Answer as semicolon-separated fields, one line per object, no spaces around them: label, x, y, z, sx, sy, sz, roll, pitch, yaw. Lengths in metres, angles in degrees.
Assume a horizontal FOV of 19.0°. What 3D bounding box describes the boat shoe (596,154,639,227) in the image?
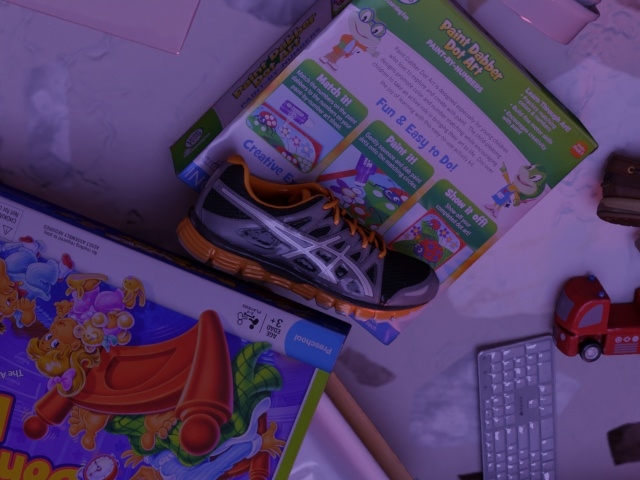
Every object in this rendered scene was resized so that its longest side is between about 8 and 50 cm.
boat shoe;0.320;-0.039;1.585;0.178;0.064;0.060;6;83;8

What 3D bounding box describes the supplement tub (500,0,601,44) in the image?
supplement tub;0.207;-0.326;1.327;0.241;0.241;0.331;35;105;-26

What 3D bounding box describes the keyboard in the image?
keyboard;0.181;0.200;1.732;0.072;0.014;0.256;-9;119;-7

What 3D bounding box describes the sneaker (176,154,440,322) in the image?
sneaker;0.000;0.000;1.488;0.215;0.084;0.083;17;108;-19

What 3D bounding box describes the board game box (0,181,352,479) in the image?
board game box;-0.180;0.110;1.461;0.347;0.078;0.233;22;96;2

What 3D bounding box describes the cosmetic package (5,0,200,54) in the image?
cosmetic package;-0.248;-0.271;1.282;0.365;0.197;0.155;14;113;-21

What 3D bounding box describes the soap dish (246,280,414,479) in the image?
soap dish;-0.067;0.188;1.611;0.229;0.118;0.291;-32;120;6

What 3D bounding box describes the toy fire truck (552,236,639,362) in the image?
toy fire truck;0.300;0.034;1.650;0.192;0.047;0.135;-1;117;-11

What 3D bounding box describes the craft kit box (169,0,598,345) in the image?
craft kit box;0.052;-0.075;1.535;0.246;0.061;0.250;-42;118;14
